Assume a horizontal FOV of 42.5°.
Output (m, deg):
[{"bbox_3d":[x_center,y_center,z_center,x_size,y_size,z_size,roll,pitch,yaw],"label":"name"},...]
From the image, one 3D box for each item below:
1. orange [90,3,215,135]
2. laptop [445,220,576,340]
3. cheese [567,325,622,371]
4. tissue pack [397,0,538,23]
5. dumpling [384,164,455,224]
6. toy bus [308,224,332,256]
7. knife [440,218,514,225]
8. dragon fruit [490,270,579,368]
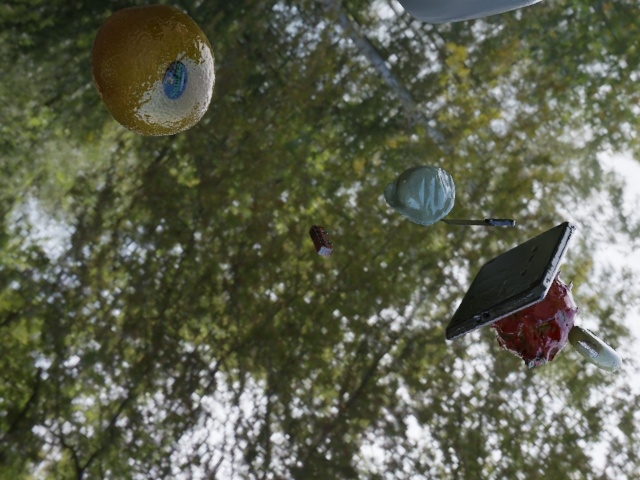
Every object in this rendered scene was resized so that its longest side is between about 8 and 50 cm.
[{"bbox_3d":[-0.296,-0.303,1.462,0.236,0.236,0.236,-33,-151,21],"label":"orange"},{"bbox_3d":[0.244,0.049,1.058,0.154,0.026,0.207,-30,-173,34],"label":"laptop"},{"bbox_3d":[0.562,0.223,1.713,0.127,0.255,0.050,43,-80,24],"label":"cheese"},{"bbox_3d":[0.278,-0.502,1.418,0.333,0.236,0.229,2,-140,48],"label":"tissue pack"},{"bbox_3d":[0.258,-0.118,2.144,0.219,0.153,0.108,-16,-174,-24],"label":"dumpling"},{"bbox_3d":[0.000,0.000,2.093,0.031,0.043,0.110,-61,-152,23],"label":"toy bus"},{"bbox_3d":[0.466,-0.049,2.380,0.072,0.245,0.019,-143,-124,-65],"label":"knife"},{"bbox_3d":[0.500,0.188,1.925,0.205,0.210,0.268,5,-134,5],"label":"dragon fruit"}]
